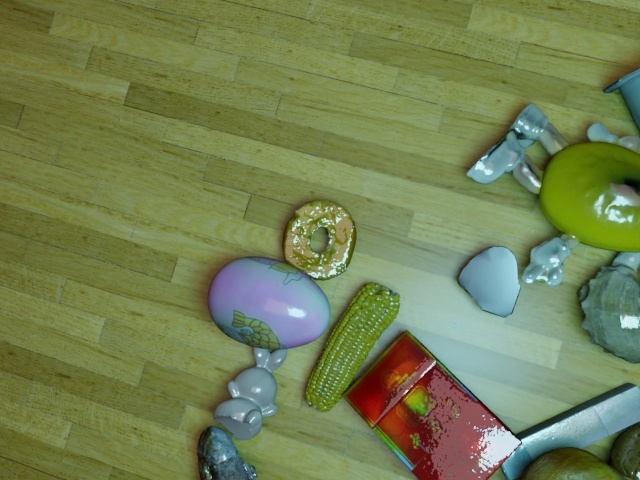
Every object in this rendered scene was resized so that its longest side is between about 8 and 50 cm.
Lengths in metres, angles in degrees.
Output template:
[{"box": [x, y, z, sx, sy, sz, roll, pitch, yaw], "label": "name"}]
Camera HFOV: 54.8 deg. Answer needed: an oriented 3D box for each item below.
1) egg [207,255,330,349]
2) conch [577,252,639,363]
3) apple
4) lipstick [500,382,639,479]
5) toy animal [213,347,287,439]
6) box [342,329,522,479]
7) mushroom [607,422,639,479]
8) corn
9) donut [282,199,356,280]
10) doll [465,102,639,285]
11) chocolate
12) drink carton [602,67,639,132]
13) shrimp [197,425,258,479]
[{"box": [-0.109, 0.130, 1.298, 0.271, 0.196, 0.197, -2, 83, 28], "label": "egg"}, {"box": [0.674, 0.133, 1.215, 0.324, 0.186, 0.263, 24, 73, 35], "label": "conch"}, {"box": [0.469, 0.492, 1.139, 0.187, 0.211, 0.211, -24, 80, -19], "label": "apple"}, {"box": [0.509, 0.390, 1.265, 0.317, 0.066, 0.068, -27, 79, 3], "label": "lipstick"}, {"box": [-0.138, 0.322, 1.347, 0.124, 0.124, 0.213, 23, 55, 9], "label": "toy animal"}, {"box": [0.223, 0.362, 1.261, 0.197, 0.089, 0.313, -47, 67, 1], "label": "box"}, {"box": [0.682, 0.473, 1.192, 0.253, 0.153, 0.253, 0, 88, -5], "label": "mushroom"}, {"box": [0.059, 0.229, 1.324, 0.102, 0.102, 0.313, 34, 89, 9], "label": "corn"}, {"box": [0.000, 0.000, 1.376, 0.162, 0.065, 0.179, 23, 86, 4], "label": "donut"}, {"box": [0.512, -0.103, 1.255, 0.348, 0.161, 0.423, -26, 70, 8], "label": "doll"}, {"box": [0.359, 0.088, 1.314, 0.125, 0.080, 0.149, -9, 89, 18], "label": "chocolate"}, {"box": [0.717, -0.280, 1.273, 0.191, 0.185, 0.190, -24, 92, 2], "label": "drink carton"}, {"box": [-0.183, 0.557, 1.307, 0.145, 0.116, 0.343, -12, 95, 47], "label": "shrimp"}]
